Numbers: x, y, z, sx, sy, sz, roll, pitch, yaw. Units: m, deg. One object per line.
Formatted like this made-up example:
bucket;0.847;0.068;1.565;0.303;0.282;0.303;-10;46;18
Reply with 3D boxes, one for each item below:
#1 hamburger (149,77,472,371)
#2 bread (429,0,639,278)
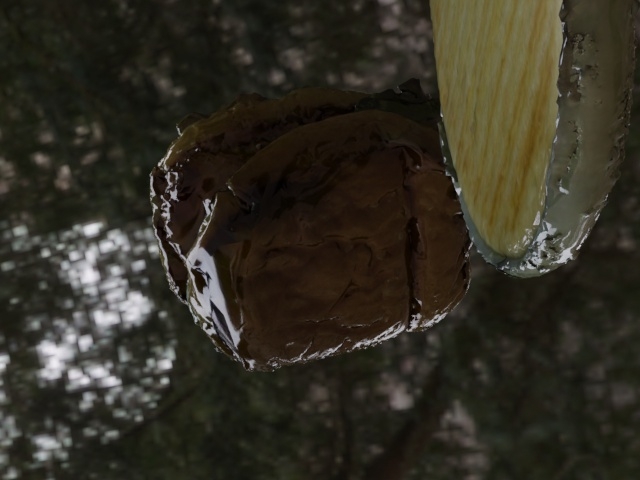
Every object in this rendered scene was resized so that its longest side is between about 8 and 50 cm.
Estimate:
hamburger;0.000;0.000;1.059;0.130;0.206;0.183;-109;12;-54
bread;0.081;-0.117;0.689;0.040;0.267;0.267;-5;-99;-6
